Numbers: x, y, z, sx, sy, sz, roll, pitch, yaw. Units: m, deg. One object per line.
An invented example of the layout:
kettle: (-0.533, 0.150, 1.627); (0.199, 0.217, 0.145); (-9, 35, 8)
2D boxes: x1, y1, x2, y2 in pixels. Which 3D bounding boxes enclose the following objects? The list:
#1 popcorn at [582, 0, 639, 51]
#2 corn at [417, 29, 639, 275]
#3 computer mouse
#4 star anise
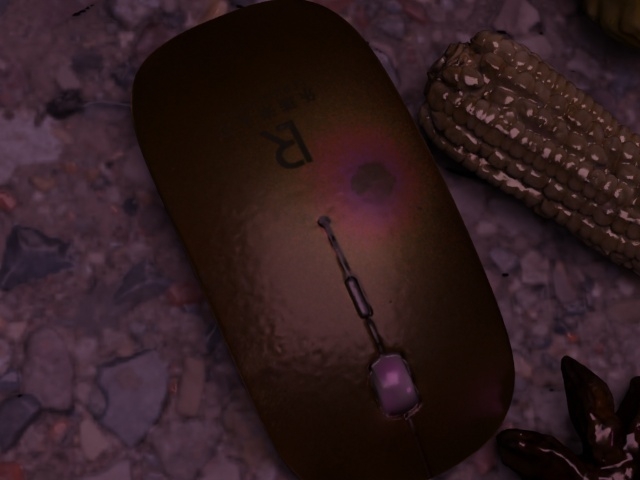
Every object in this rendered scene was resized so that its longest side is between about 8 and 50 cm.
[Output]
popcorn: (0.215, -0.208, 1.115); (0.174, 0.195, 0.168); (7, 68, -10)
corn: (0.154, -0.046, 1.132); (0.211, 0.087, 0.087); (36, 75, -4)
computer mouse: (0.000, 0.000, 1.105); (0.158, 0.072, 0.310); (-23, 81, -9)
star anise: (0.181, 0.125, 1.095); (0.177, 0.073, 0.233); (9, 68, -15)
